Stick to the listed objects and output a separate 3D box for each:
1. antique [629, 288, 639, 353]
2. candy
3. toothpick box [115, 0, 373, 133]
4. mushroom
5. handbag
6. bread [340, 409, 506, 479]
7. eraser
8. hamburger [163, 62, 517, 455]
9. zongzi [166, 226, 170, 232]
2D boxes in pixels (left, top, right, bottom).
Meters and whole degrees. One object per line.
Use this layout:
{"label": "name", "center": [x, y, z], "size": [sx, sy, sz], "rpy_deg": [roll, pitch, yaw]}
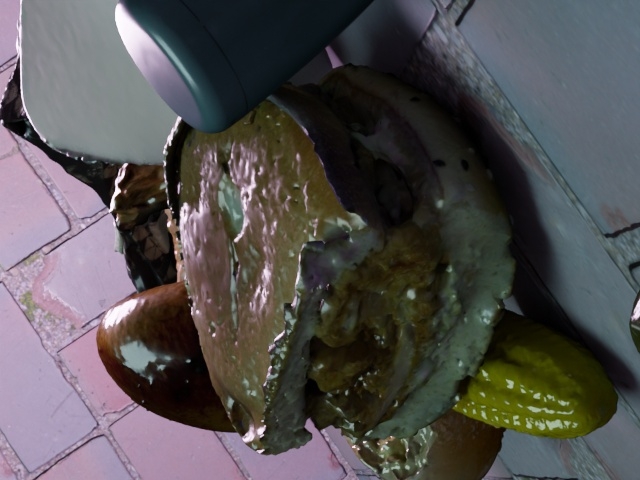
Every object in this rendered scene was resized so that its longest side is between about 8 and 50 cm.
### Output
{"label": "antique", "center": [0.249, 0.079, 0.781], "size": [0.221, 0.081, 0.080], "rpy_deg": [45, 165, 46]}
{"label": "candy", "center": [0.175, 0.113, 1.242], "size": [0.199, 0.106, 0.094], "rpy_deg": [14, 119, 67]}
{"label": "toothpick box", "center": [-0.044, -0.173, 1.095], "size": [0.120, 0.184, 0.120], "rpy_deg": [48, 166, 16]}
{"label": "mushroom", "center": [-0.131, 0.066, 1.862], "size": [0.356, 0.331, 0.334], "rpy_deg": [53, -176, 11]}
{"label": "handbag", "center": [-0.255, -0.124, 2.043], "size": [0.416, 0.180, 0.317], "rpy_deg": [64, -158, -45]}
{"label": "bread", "center": [0.101, 0.157, 1.522], "size": [0.192, 0.171, 0.314], "rpy_deg": [47, -179, -27]}
{"label": "eraser", "center": [-0.138, -0.187, 1.415], "size": [0.331, 0.150, 0.331], "rpy_deg": [28, 132, 36]}
{"label": "hamburger", "center": [0.000, 0.000, 1.228], "size": [0.277, 0.195, 0.318], "rpy_deg": [61, 149, 34]}
{"label": "zongzi", "center": [-0.091, -0.093, 2.006], "size": [0.094, 0.204, 0.205], "rpy_deg": [34, -154, 7]}
